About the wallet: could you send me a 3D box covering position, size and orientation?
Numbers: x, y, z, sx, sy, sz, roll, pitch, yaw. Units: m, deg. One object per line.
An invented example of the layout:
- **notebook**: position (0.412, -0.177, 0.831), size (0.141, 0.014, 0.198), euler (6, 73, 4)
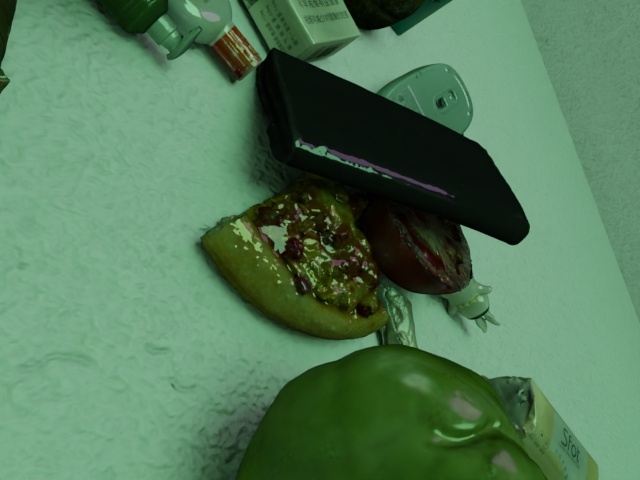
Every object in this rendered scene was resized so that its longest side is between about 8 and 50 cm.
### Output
- **wallet**: position (0.109, -0.124, 0.717), size (0.405, 0.062, 0.229), euler (15, 42, -29)

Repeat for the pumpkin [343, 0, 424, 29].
- **pumpkin**: position (0.093, -0.540, 0.958), size (0.190, 0.139, 0.281), euler (12, 61, -48)

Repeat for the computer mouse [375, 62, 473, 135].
- **computer mouse**: position (0.176, -0.225, 0.934), size (0.288, 0.097, 0.160), euler (-40, 106, -36)

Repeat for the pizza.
- **pizza**: position (0.000, 0.000, 0.617), size (0.289, 0.081, 0.229), euler (32, 49, -35)

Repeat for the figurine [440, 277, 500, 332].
- **figurine**: position (0.258, 0.084, 0.884), size (0.146, 0.081, 0.098), euler (40, 45, -30)

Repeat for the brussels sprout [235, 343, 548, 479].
- **brussels sprout**: position (0.062, 0.226, 0.424), size (0.242, 0.317, 0.274), euler (-31, 75, -26)

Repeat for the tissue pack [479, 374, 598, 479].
- **tissue pack**: position (0.248, 0.269, 0.696), size (0.222, 0.186, 0.090), euler (49, 54, -23)

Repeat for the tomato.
- **tomato**: position (0.139, -0.011, 0.779), size (0.224, 0.085, 0.225), euler (29, 42, -30)

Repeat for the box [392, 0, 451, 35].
- **box**: position (0.208, -0.586, 1.106), size (0.092, 0.153, 0.245), euler (33, 50, -36)

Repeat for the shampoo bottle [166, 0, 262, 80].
- **shampoo bottle**: position (-0.155, -0.289, 0.600), size (0.221, 0.051, 0.108), euler (48, 37, -23)

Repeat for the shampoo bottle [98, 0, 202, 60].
- **shampoo bottle**: position (-0.211, -0.274, 0.515), size (0.204, 0.065, 0.065), euler (48, 42, -23)

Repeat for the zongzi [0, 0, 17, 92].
- **zongzi**: position (-0.333, -0.216, 0.285), size (0.299, 0.138, 0.286), euler (19, 55, -42)

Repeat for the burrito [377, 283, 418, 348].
- **burrito**: position (0.108, 0.131, 0.713), size (0.055, 0.041, 0.149), euler (-1, 72, -36)

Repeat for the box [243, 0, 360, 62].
- **box**: position (-0.059, -0.392, 0.749), size (0.257, 0.069, 0.164), euler (60, 37, -8)
